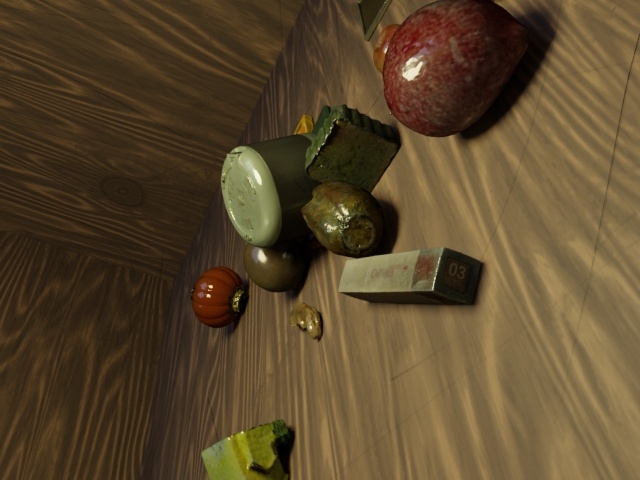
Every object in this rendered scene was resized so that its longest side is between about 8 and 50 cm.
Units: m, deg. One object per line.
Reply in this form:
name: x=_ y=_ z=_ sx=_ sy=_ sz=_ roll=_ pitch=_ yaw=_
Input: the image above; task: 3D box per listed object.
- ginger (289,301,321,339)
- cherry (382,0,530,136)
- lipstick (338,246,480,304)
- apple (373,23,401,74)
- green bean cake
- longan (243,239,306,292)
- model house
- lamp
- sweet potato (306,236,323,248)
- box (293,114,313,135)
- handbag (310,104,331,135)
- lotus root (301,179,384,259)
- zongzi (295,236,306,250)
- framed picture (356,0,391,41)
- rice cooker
ginger: x=-0.038 y=0.196 z=1.556 sx=0.173 sy=0.051 sz=0.069 roll=-168 pitch=94 yaw=-73
cherry: x=0.228 y=-0.310 z=1.101 sx=0.300 sy=0.203 sz=0.230 roll=-21 pitch=49 yaw=48
lipstick: x=0.143 y=0.070 z=1.131 sx=0.371 sy=0.080 sz=0.076 roll=-13 pitch=60 yaw=67
apple: x=0.186 y=-0.455 z=1.502 sx=0.126 sy=0.102 sz=0.126 roll=-163 pitch=90 yaw=-76
green bean cake: x=0.070 y=-0.213 z=1.472 sx=0.094 sy=0.173 sz=0.181 roll=-90 pitch=26 yaw=-49
longan: x=-0.129 y=0.057 z=1.745 sx=0.189 sy=0.189 sz=0.189 roll=-54 pitch=25 yaw=39
model house: x=-0.143 y=0.541 z=1.429 sx=0.194 sy=0.170 sz=0.211 roll=-41 pitch=62 yaw=43
lamp: x=-0.364 y=0.202 z=2.227 sx=0.223 sy=0.197 sz=0.223 roll=8 pitch=-90 yaw=-71
sweet potato: x=-0.004 y=0.002 z=1.666 sx=0.179 sy=0.044 sz=0.044 roll=144 pitch=141 yaw=-65
box: x=-0.065 y=-0.314 z=2.149 sx=0.152 sy=0.044 sz=0.269 roll=-60 pitch=22 yaw=27
handbag: x=0.001 y=-0.242 z=1.843 sx=0.260 sy=0.079 sz=0.247 roll=-60 pitch=21 yaw=30
lotus root: x=0.055 y=-0.048 z=1.381 sx=0.152 sy=0.160 sz=0.275 roll=-44 pitch=22 yaw=1
zongzi: x=-0.072 y=0.000 z=1.858 sx=0.113 sy=0.052 sz=0.104 roll=-72 pitch=8 yaw=-51
framed picture: x=0.182 y=-0.779 z=1.964 sx=0.211 sy=0.020 sz=0.289 roll=-57 pitch=22 yaw=35
rice cooker: x=-0.094 y=-0.136 z=1.628 sx=0.288 sy=0.277 sz=0.288 roll=34 pitch=133 yaw=45
